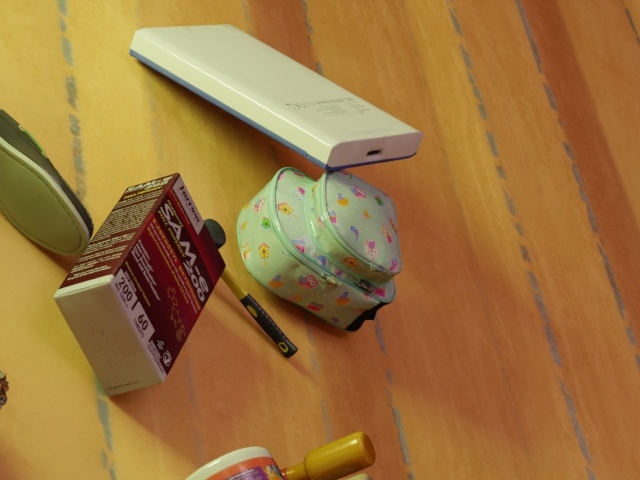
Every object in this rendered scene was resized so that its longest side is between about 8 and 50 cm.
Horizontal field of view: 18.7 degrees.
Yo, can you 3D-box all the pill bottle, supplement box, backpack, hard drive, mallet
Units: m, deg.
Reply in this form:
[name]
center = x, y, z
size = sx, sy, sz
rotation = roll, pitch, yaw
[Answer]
[pill bottle]
center = -0.056, 0.310, 1.912
size = 0.108, 0.108, 0.193
rotation = 0, 54, -51
[supplement box]
center = -0.186, 0.043, 2.052
size = 0.130, 0.073, 0.239
rotation = 64, 24, -23
[backpack]
center = 0.000, 0.000, 2.310
size = 0.188, 0.144, 0.166
rotation = 21, 44, -25
[hard drive]
center = -0.054, -0.182, 2.415
size = 0.318, 0.040, 0.210
rotation = 31, 23, 26
[mallet]
center = -0.086, 0.054, 2.214
size = 0.189, 0.062, 0.039
rotation = 44, 32, -6

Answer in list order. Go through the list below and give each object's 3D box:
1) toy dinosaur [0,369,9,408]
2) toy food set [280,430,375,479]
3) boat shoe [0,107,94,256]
[toy dinosaur]
center = -0.401, 0.111, 1.692
size = 0.322, 0.164, 0.218
rotation = 11, 59, -75
[toy food set]
center = 0.039, 0.332, 2.049
size = 0.232, 0.104, 0.111
rotation = 65, 17, -3
[boat shoe]
center = -0.321, -0.079, 2.058
size = 0.228, 0.081, 0.069
rotation = 43, 35, -1
